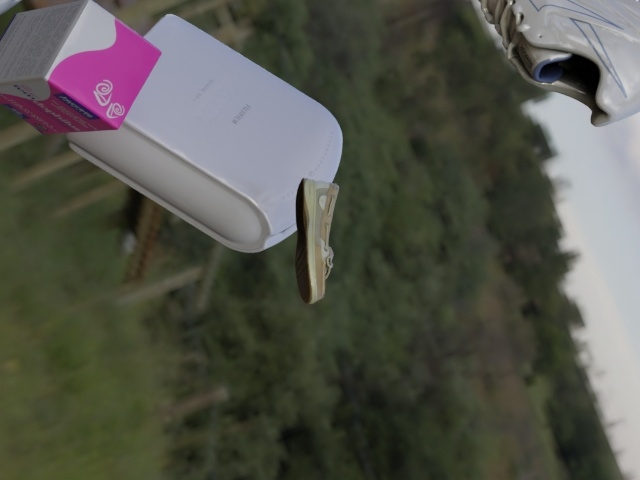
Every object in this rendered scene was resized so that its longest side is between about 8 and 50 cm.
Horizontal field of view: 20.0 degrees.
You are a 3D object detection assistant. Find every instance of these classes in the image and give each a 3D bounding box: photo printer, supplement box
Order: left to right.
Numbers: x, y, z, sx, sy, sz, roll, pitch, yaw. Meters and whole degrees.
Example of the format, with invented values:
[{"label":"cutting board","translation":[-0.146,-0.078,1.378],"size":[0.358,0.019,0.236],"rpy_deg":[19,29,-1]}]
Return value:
[{"label":"supplement box","translation":[-0.297,-0.199,2.114],"size":[0.111,0.114,0.220],"rpy_deg":[35,-17,-27]},{"label":"photo printer","translation":[-0.131,-0.129,2.286],"size":[0.307,0.107,0.256],"rpy_deg":[32,42,3]}]

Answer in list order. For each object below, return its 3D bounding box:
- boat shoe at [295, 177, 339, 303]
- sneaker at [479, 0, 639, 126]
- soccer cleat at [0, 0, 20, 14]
[{"label":"boat shoe","translation":[-0.001,0.000,2.045],"size":[0.056,0.048,0.153],"rpy_deg":[117,-25,-56]},{"label":"sneaker","translation":[0.226,-0.226,1.818],"size":[0.297,0.129,0.111],"rpy_deg":[39,-35,25]},{"label":"soccer cleat","translation":[-0.208,-0.263,1.086],"size":[0.116,0.143,0.331],"rpy_deg":[41,-46,20]}]
